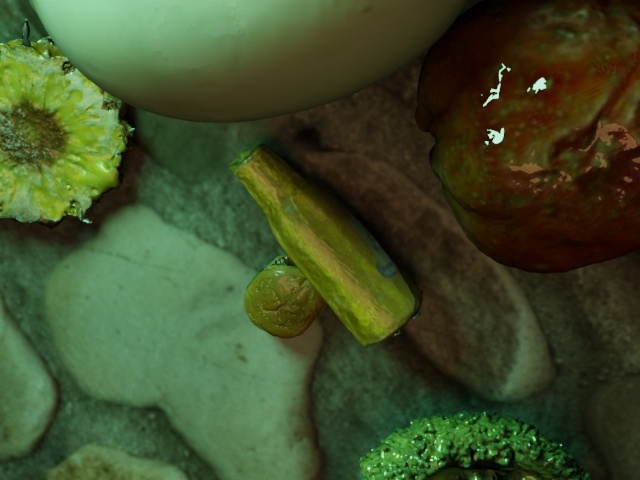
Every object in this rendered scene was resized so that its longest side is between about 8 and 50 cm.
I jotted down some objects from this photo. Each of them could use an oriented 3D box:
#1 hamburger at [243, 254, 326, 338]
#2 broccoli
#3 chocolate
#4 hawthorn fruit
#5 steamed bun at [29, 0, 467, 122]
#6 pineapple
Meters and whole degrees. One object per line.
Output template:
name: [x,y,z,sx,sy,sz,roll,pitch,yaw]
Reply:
hamburger: [-0.032,0.054,1.718,0.076,0.044,0.083,28,122,-4]
broccoli: [0.138,0.263,1.726,0.226,0.176,0.198,3,112,28]
chocolate: [0.000,0.000,1.663,0.085,0.086,0.219,-38,102,26]
hawthorn fruit: [0.208,-0.096,1.471,0.261,0.258,0.258,14,122,26]
steamed bun: [-0.050,-0.249,1.390,0.374,0.334,0.334,-18,115,0]
pineapple: [-0.271,-0.109,1.677,0.221,0.047,0.221,3,120,5]
